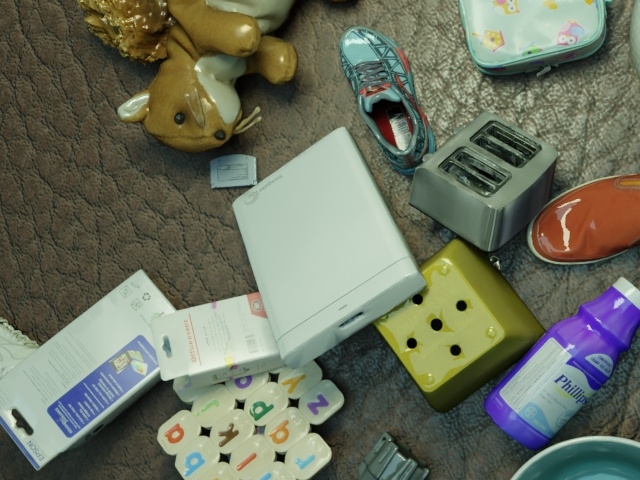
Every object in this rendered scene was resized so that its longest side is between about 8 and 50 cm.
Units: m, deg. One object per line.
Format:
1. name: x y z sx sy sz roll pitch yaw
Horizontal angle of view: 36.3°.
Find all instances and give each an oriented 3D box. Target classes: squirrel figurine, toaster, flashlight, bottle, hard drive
1. squirrel figurine: -0.206 -0.345 1.596 0.397 0.281 0.371 32 106 29
2. toaster: 0.247 -0.083 1.448 0.185 0.110 0.168 35 60 27
3. flashlight: 0.057 0.456 1.521 0.103 0.103 0.304 35 95 -23
4. bottle: 0.371 0.178 1.438 0.283 0.118 0.092 -48 36 7
5. hard drive: 0.000 0.000 1.492 0.233 0.047 0.353 -34 43 11

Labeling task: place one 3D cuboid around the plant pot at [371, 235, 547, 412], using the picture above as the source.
1. plant pot: 0.188 0.125 1.457 0.212 0.187 0.212 -38 78 11

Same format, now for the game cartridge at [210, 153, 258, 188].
1. game cartridge: -0.146 -0.118 1.657 0.083 0.017 0.056 -2 89 16

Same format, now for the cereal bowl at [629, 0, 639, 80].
1. cereal bowl: 0.615 -0.316 1.389 0.338 0.141 0.339 -1 86 17

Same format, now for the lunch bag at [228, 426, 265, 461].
1. lunch bag: -0.116 0.334 1.600 0.083 0.053 0.071 -29 81 3

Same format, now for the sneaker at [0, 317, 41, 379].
1. sneaker: -0.563 0.190 1.715 0.292 0.110 0.118 4 79 16

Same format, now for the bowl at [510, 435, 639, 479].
1. bowl: 0.406 0.424 1.388 0.311 0.163 0.312 -1 87 16

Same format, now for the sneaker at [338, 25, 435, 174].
1. sneaker: 0.103 -0.234 1.536 0.104 0.125 0.262 -29 79 12

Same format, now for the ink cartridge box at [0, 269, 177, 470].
1. ink cartridge box: -0.374 0.213 1.613 0.332 0.065 0.165 -38 77 -15

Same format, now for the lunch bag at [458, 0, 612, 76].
1. lunch bag: 0.321 -0.393 1.494 0.224 0.108 0.279 -10 84 12

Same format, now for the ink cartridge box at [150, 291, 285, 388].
1. ink cartridge box: -0.164 0.163 1.567 0.198 0.067 0.115 -12 63 -9

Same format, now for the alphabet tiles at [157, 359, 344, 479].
1. alphabet tiles: -0.112 0.286 1.567 0.278 0.021 0.284 -38 61 -8

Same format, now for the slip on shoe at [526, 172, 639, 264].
1. slip on shoe: 0.465 -0.044 1.435 0.331 0.101 0.123 -13 85 16
